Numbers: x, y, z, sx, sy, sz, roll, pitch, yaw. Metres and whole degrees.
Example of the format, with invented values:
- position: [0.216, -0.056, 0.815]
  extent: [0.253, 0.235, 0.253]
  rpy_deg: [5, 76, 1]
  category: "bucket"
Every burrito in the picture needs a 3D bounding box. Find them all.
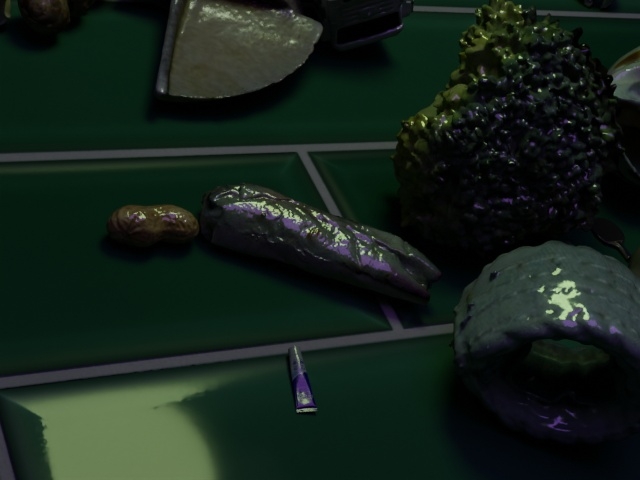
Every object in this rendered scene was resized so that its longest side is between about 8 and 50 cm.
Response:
- position: [0.000, 0.001, 1.469]
  extent: [0.309, 0.066, 0.096]
  rpy_deg: [19, 46, -5]
  category: "burrito"

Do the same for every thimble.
- position: [0.274, 0.112, 1.372]
  extent: [0.250, 0.205, 0.172]
  rpy_deg: [14, 41, 3]
  category: "thimble"

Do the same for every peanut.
- position: [-0.196, -0.017, 1.409]
  extent: [0.113, 0.054, 0.054]
  rpy_deg: [-2, 47, -27]
  category: "peanut"

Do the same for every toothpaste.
- position: [-0.022, 0.155, 1.334]
  extent: [0.024, 0.015, 0.083]
  rpy_deg: [0, 51, -15]
  category: "toothpaste"

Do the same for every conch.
- position: [0.546, -0.182, 1.826]
  extent: [0.368, 0.197, 0.249]
  rpy_deg: [8, 78, -19]
  category: "conch"

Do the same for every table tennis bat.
- position: [0.419, -0.003, 1.714]
  extent: [0.050, 0.007, 0.083]
  rpy_deg: [-8, 48, -32]
  category: "table tennis bat"

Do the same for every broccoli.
- position: [0.234, -0.127, 1.613]
  extent: [0.293, 0.348, 0.281]
  rpy_deg: [47, -8, -32]
  category: "broccoli"

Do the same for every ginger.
- position: [-0.345, -0.354, 1.656]
  extent: [0.080, 0.104, 0.204]
  rpy_deg: [46, 50, -11]
  category: "ginger"

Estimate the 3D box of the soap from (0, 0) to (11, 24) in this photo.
- position: [-0.510, -0.414, 1.652]
  extent: [0.173, 0.089, 0.274]
  rpy_deg: [5, 44, -19]
  category: "soap"

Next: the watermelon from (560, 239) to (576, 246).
- position: [0.328, 0.043, 1.603]
  extent: [0.061, 0.085, 0.085]
  rpy_deg: [-18, 42, 14]
  category: "watermelon"

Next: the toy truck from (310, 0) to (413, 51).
- position: [0.023, -0.455, 1.872]
  extent: [0.176, 0.178, 0.363]
  rpy_deg: [-18, 49, -5]
  category: "toy truck"

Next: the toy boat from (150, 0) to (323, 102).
- position: [-0.132, -0.300, 1.710]
  extent: [0.276, 0.111, 0.293]
  rpy_deg: [-4, 58, -22]
  category: "toy boat"

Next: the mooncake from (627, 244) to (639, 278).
- position: [0.492, 0.093, 1.487]
  extent: [0.275, 0.135, 0.275]
  rpy_deg: [-8, 53, 12]
  category: "mooncake"

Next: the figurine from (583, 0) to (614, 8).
- position: [0.514, -0.472, 2.213]
  extent: [0.082, 0.086, 0.094]
  rpy_deg: [21, 81, 18]
  category: "figurine"
